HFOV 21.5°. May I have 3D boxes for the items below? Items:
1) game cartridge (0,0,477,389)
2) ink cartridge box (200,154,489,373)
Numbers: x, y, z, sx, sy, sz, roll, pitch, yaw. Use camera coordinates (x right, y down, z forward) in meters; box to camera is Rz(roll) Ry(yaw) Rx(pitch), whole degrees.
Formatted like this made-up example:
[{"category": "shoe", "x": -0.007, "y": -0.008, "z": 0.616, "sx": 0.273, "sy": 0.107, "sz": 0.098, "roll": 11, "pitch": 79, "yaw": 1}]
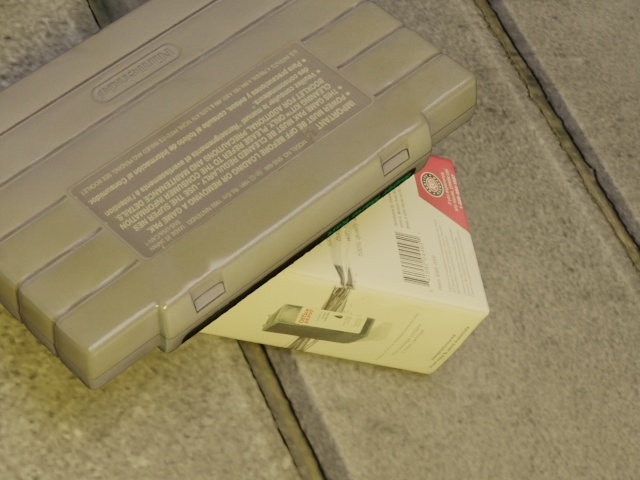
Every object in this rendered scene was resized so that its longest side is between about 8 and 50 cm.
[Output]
[{"category": "game cartridge", "x": -0.088, "y": -0.066, "z": 1.169, "sx": 0.355, "sy": 0.068, "sz": 0.230, "roll": -36, "pitch": 64, "yaw": -26}, {"category": "ink cartridge box", "x": 0.000, "y": 0.000, "z": 1.265, "sx": 0.218, "sy": 0.092, "sz": 0.158, "roll": 14, "pitch": 46, "yaw": -27}]
